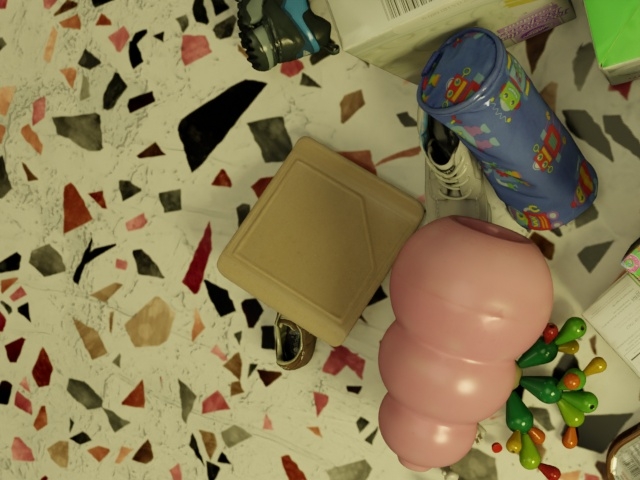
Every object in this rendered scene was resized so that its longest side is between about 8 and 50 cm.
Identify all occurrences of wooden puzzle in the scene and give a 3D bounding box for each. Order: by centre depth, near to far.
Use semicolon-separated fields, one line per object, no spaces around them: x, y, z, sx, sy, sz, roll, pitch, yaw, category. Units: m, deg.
0.000;0.000;1.389;0.221;0.044;0.238;32;87;16;wooden puzzle

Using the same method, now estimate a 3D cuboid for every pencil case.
0.232;-0.129;1.197;0.133;0.306;0.119;21;75;46;pencil case

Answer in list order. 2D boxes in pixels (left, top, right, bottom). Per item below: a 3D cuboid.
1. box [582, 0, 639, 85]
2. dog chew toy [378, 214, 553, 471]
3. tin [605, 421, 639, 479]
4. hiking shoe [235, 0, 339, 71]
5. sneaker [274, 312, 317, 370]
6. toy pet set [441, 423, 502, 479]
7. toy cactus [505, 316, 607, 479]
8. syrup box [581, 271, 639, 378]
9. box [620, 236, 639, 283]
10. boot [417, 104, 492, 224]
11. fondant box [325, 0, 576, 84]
0.368;-0.332;1.156;0.127;0.231;0.262;-13;89;21;box
0.168;0.140;1.240;0.206;0.206;0.332;20;103;18;dog chew toy
0.463;0.277;1.264;0.190;0.040;0.106;-38;85;18;tin
-0.072;-0.392;1.397;0.132;0.113;0.304;-13;82;-10;hiking shoe
-0.030;0.098;1.412;0.066;0.071;0.188;5;96;20;sneaker
0.174;0.297;1.370;0.114;0.065;0.122;27;108;-19;toy pet set
0.279;0.199;1.300;0.180;0.112;0.219;19;108;28;toy cactus
0.444;0.152;1.207;0.096;0.093;0.237;-44;68;11;syrup box
0.514;0.061;1.102;0.290;0.279;0.177;47;107;11;box
0.169;-0.091;1.300;0.095;0.123;0.258;-7;91;20;boot
0.169;-0.294;1.177;0.238;0.330;0.096;-21;86;20;fondant box
